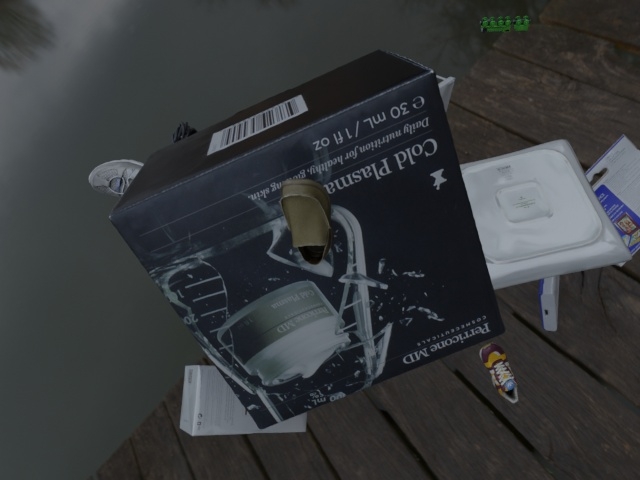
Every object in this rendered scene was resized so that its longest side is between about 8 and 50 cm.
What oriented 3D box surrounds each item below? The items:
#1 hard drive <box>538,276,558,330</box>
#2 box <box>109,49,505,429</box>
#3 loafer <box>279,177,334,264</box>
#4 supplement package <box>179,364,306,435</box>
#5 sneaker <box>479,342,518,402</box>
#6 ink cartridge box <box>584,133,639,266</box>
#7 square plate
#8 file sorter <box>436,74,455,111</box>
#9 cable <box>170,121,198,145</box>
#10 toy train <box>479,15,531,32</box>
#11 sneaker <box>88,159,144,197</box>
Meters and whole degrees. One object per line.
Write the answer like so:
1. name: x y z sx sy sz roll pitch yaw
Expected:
1. hard drive: 0.669 0.070 1.335 0.040 0.210 0.319 1 54 30
2. box: 0.000 0.000 0.817 0.479 0.472 0.297 -23 29 5
3. loafer: -0.012 -0.019 0.554 0.056 0.148 0.050 -5 58 14
4. supplement package: -0.165 0.342 0.999 0.139 0.243 0.134 -27 58 59
5. sneaker: 0.501 0.363 1.263 0.069 0.186 0.084 -31 24 2
6. ink cartridge box: 0.969 -0.127 1.498 0.307 0.072 0.304 43 97 -1
7. square plate: 0.454 -0.073 1.044 0.346 0.049 0.344 -13 60 7
8. file sorter: 0.292 -0.402 1.519 0.173 0.278 0.193 31 49 24
9. cable: -0.347 -0.212 1.124 0.151 0.047 0.184 -61 5 -2
10. toy train: 0.317 -0.371 0.792 0.083 0.024 0.017 2 55 10
11. sneaker: -0.471 -0.144 1.216 0.115 0.281 0.105 -98 16 -65
